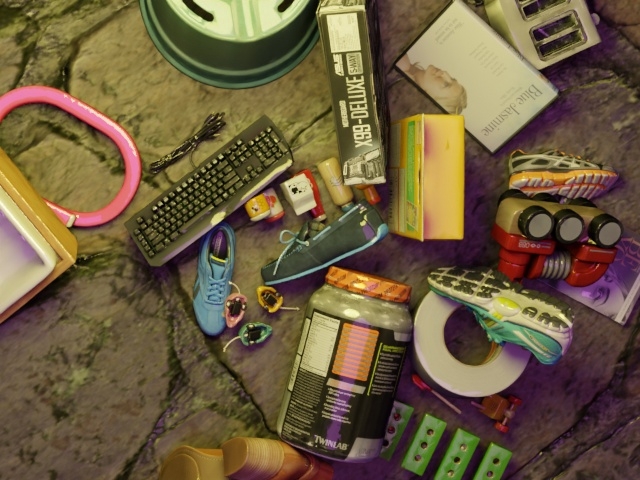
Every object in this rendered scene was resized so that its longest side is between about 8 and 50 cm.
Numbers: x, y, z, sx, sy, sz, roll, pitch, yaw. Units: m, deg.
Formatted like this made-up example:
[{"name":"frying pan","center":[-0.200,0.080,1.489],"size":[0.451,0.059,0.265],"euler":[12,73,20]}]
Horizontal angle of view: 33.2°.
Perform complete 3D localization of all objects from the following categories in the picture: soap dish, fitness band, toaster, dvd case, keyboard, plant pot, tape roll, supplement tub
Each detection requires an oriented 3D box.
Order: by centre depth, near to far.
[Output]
[{"name":"plant pot","center":[-0.137,-0.432,1.763],"size":[0.341,0.334,0.341],"euler":[0,93,-6]},{"name":"soap dish","center":[-0.568,-0.025,1.821],"size":[0.229,0.118,0.291],"euler":[-36,96,25]},{"name":"keyboard","center":[-0.211,-0.113,1.878],"size":[0.317,0.033,0.201],"euler":[-37,58,1]},{"name":"supplement tub","center":[0.049,0.213,1.886],"size":[0.194,0.193,0.316],"euler":[15,92,-6]},{"name":"fitness band","center":[-0.457,-0.147,1.890],"size":[0.291,0.054,0.209],"euler":[30,90,-7]},{"name":"dvd case","center":[0.275,-0.287,1.909],"size":[0.253,0.022,0.180],"euler":[41,129,-6]},{"name":"toaster","center":[0.391,-0.395,1.924],"size":[0.186,0.110,0.168],"euler":[-24,94,-3]},{"name":"tape roll","center":[0.266,0.175,1.937],"size":[0.219,0.072,0.219],"euler":[2,78,-9]},{"name":"dvd case","center":[0.509,0.036,2.005],"size":[0.221,0.018,0.164],"euler":[28,90,-6]}]

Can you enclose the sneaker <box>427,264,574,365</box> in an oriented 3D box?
[{"name":"sneaker","center":[0.296,0.125,1.831],"size":[0.275,0.107,0.110],"euler":[28,127,31]}]

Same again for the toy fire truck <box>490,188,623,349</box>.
[{"name":"toy fire truck","center":[0.408,0.055,1.910],"size":[0.217,0.158,0.246],"euler":[6,110,-20]}]

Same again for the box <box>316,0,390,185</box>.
[{"name":"box","center":[0.062,-0.282,1.775],"size":[0.076,0.242,0.307],"euler":[-4,123,8]}]

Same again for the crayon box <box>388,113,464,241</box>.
[{"name":"crayon box","center":[0.179,-0.105,1.814],"size":[0.083,0.323,0.203],"euler":[0,93,-5]}]

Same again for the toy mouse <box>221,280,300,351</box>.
[{"name":"toy mouse","center":[-0.135,0.137,1.923],"size":[0.161,0.031,0.143],"euler":[40,84,-39]}]

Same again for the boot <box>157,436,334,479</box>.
[{"name":"boot","center":[-0.136,0.420,1.922],"size":[0.220,0.283,0.109],"euler":[24,47,-41]}]

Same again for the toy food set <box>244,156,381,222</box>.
[{"name":"toy food set","center":[-0.017,-0.070,1.901],"size":[0.232,0.111,0.104],"euler":[-28,97,-15]}]

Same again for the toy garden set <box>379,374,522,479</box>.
[{"name":"toy garden set","center":[0.239,0.343,1.985],"size":[0.244,0.049,0.204],"euler":[25,92,-5]}]

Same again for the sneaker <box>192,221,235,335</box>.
[{"name":"sneaker","center":[-0.190,0.069,1.913],"size":[0.069,0.082,0.209],"euler":[5,94,-7]}]

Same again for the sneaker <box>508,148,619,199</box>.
[{"name":"sneaker","center":[0.442,-0.127,1.961],"size":[0.215,0.084,0.083],"euler":[2,56,-15]}]

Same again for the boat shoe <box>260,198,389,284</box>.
[{"name":"boat shoe","center":[0.000,0.000,1.892],"size":[0.258,0.109,0.089],"euler":[-25,92,22]}]
